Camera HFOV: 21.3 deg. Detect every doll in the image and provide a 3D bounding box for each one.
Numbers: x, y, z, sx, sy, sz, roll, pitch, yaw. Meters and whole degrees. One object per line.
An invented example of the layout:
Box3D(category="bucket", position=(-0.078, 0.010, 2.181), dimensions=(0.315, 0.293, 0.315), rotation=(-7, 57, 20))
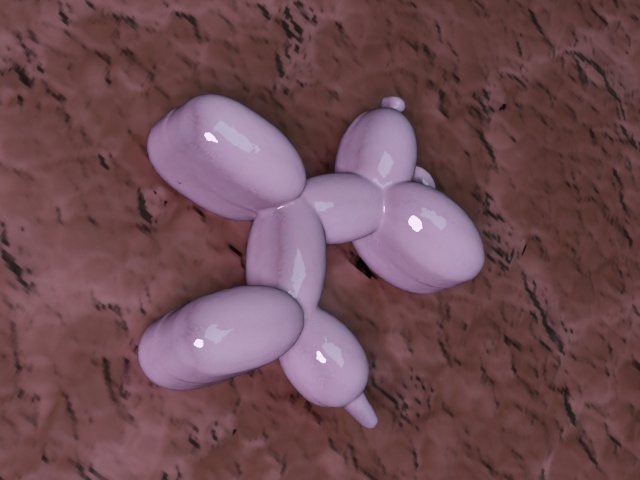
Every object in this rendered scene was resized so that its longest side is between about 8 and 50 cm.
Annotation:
Box3D(category="doll", position=(0.000, 0.000, 0.748), dimensions=(0.160, 0.059, 0.161), rotation=(15, 65, -31))
